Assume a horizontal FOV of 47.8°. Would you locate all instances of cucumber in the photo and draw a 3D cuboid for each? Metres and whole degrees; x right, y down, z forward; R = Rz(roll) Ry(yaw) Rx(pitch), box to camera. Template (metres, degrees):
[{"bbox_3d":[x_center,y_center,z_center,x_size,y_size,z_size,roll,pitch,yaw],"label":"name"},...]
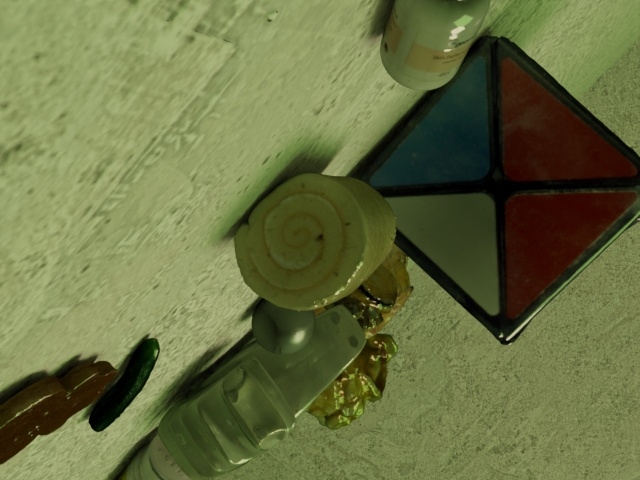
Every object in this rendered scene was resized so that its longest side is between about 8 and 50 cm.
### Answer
[{"bbox_3d":[-0.235,0.179,0.865,0.184,0.036,0.033,-51,158,27],"label":"cucumber"}]

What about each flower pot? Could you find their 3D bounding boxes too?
[{"bbox_3d":[-0.097,0.265,1.296,0.367,0.164,0.254,-36,178,-42],"label":"flower pot"}]

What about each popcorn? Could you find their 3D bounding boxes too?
[{"bbox_3d":[0.047,0.367,2.010,0.274,0.279,0.335,-60,-179,23],"label":"popcorn"}]

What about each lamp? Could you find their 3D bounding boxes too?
[{"bbox_3d":[-0.060,0.133,1.171,0.105,0.105,0.105,-42,170,-10],"label":"lamp"}]

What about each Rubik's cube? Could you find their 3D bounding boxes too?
[{"bbox_3d":[0.265,-0.069,1.041,0.305,0.307,0.310,-48,171,10],"label":"Rubik's cube"}]

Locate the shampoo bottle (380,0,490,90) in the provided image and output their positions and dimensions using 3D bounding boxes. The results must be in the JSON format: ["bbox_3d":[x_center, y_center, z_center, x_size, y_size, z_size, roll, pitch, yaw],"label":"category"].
[{"bbox_3d":[0.099,-0.195,0.562,0.074,0.074,0.192,-40,169,-22],"label":"shampoo bottle"}]

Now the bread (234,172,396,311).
[{"bbox_3d":[0.000,0.000,0.789,0.148,0.134,0.141,-34,173,18],"label":"bread"}]

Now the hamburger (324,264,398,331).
[{"bbox_3d":[0.071,0.113,1.444,0.131,0.159,0.185,-46,-171,23],"label":"hamburger"}]

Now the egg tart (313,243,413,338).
[{"bbox_3d":[0.114,0.145,1.778,0.352,0.150,0.352,-44,167,-13],"label":"egg tart"}]

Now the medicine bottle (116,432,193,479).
[{"bbox_3d":[-0.319,0.478,1.421,0.143,0.143,0.258,-31,164,-51],"label":"medicine bottle"}]

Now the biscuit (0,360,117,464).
[{"bbox_3d":[-0.272,0.164,0.689,0.124,0.026,0.175,-48,169,27],"label":"biscuit"}]
